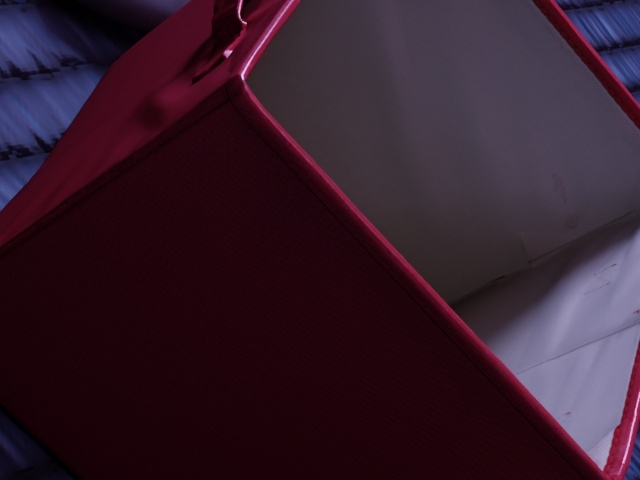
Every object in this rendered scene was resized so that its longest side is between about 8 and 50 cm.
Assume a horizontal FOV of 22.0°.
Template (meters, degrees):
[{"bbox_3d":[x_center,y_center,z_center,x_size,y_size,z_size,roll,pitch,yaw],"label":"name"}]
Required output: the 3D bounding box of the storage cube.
[{"bbox_3d":[0.000,0.000,0.631,0.215,0.193,0.184,46,40,-16],"label":"storage cube"}]

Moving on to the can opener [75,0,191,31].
[{"bbox_3d":[-0.019,-0.138,0.814,0.283,0.076,0.095,5,96,-47],"label":"can opener"}]
